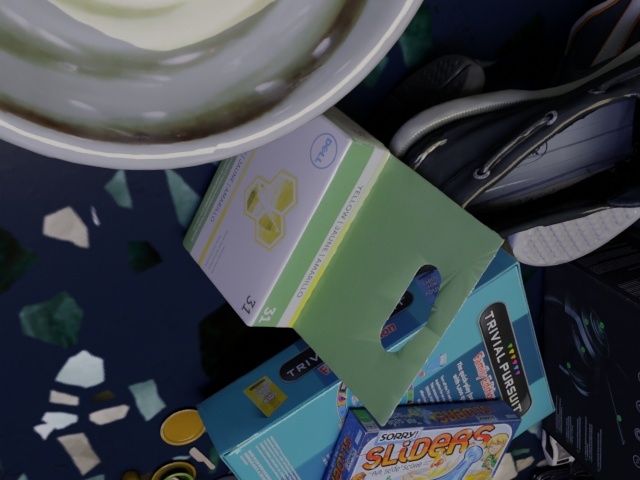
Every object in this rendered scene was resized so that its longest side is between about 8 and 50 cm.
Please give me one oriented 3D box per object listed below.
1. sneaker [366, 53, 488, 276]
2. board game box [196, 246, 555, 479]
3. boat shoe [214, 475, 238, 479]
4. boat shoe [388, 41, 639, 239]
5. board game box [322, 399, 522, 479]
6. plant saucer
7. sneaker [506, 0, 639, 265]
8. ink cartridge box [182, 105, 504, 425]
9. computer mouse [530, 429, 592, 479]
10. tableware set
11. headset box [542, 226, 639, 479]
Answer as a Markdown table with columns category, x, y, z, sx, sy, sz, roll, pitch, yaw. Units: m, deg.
| category | x | y | z | sx | sy | sz | roll | pitch | yaw |
| --- | --- | --- | --- | --- | --- | --- | --- | --- | --- |
| sneaker | 0.096 | -0.054 | 0.700 | 0.130 | 0.087 | 0.227 | 13 | 118 | -33 |
| board game box | 0.075 | 0.178 | 0.830 | 0.336 | 0.079 | 0.254 | -32 | 129 | -9 |
| boat shoe | -0.161 | 0.344 | 0.840 | 0.227 | 0.079 | 0.081 | -29 | 124 | -9 |
| boat shoe | 0.226 | -0.071 | 0.582 | 0.340 | 0.113 | 0.127 | -12 | 133 | -3 |
| board game box | 0.099 | 0.231 | 0.800 | 0.201 | 0.035 | 0.136 | 3 | 117 | -31 |
| plant saucer | -0.103 | -0.241 | 0.473 | 0.400 | 0.100 | 0.400 | -12 | 125 | -18 |
| sneaker | 0.273 | -0.118 | 0.722 | 0.126 | 0.127 | 0.321 | 12 | 131 | -26 |
| ink cartridge box | 0.000 | 0.000 | 0.591 | 0.056 | 0.235 | 0.171 | 9 | 117 | -45 |
| computer mouse | 0.330 | 0.267 | 1.046 | 0.106 | 0.042 | 0.193 | -19 | 133 | -7 |
| tableware set | -0.135 | 0.219 | 0.806 | 0.154 | 0.024 | 0.104 | -33 | 128 | -1 |
| headset box | 0.355 | 0.146 | 0.820 | 0.131 | 0.283 | 0.246 | -13 | 112 | -16 |
